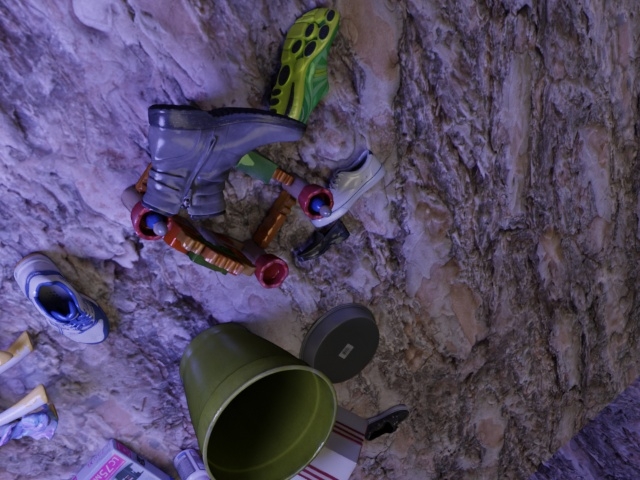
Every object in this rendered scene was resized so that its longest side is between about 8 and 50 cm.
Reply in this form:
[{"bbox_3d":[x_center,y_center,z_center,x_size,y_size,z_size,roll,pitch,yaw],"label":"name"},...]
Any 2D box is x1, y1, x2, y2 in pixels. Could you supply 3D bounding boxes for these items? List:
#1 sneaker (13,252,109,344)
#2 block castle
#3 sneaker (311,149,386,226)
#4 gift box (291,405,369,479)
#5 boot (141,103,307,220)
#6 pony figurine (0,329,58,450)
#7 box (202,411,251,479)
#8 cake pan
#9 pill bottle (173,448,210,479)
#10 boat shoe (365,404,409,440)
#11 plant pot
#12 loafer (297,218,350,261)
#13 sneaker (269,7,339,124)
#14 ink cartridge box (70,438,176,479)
[{"bbox_3d":[-0.574,0.163,1.485,0.112,0.131,0.296,-42,134,-10],"label":"sneaker"},{"bbox_3d":[-0.206,-0.080,1.547,0.453,0.213,0.303,27,99,-43],"label":"block castle"},{"bbox_3d":[0.060,-0.146,1.797,0.258,0.094,0.091,-44,115,-12],"label":"sneaker"},{"bbox_3d":[-0.018,0.603,1.989,0.276,0.258,0.255,-66,176,18],"label":"gift box"},{"bbox_3d":[-0.197,-0.159,1.354,0.338,0.118,0.223,-2,107,-23],"label":"boot"},{"bbox_3d":[-0.774,0.407,1.427,0.363,0.303,0.351,-20,94,-21],"label":"pony figurine"},{"bbox_3d":[-0.257,0.608,1.964,0.142,0.154,0.300,-10,121,-31],"label":"box"},{"bbox_3d":[0.072,0.340,2.107,0.293,0.054,0.293,-17,125,-26],"label":"cake pan"},{"bbox_3d":[-0.373,0.688,1.938,0.078,0.137,0.078,-17,125,-26],"label":"pill bottle"},{"bbox_3d":[0.245,0.676,2.418,0.228,0.076,0.080,-10,121,-31],"label":"boat shoe"},{"bbox_3d":[-0.202,0.398,1.733,0.366,0.353,0.366,-15,120,-28],"label":"plant pot"},{"bbox_3d":[0.000,0.000,1.857,0.170,0.062,0.061,-34,109,-19],"label":"loafer"},{"bbox_3d":[-0.033,-0.409,1.568,0.123,0.109,0.296,-1,116,-64],"label":"sneaker"},{"bbox_3d":[-0.532,0.710,1.845,0.186,0.065,0.311,-45,121,-4],"label":"ink cartridge box"}]
